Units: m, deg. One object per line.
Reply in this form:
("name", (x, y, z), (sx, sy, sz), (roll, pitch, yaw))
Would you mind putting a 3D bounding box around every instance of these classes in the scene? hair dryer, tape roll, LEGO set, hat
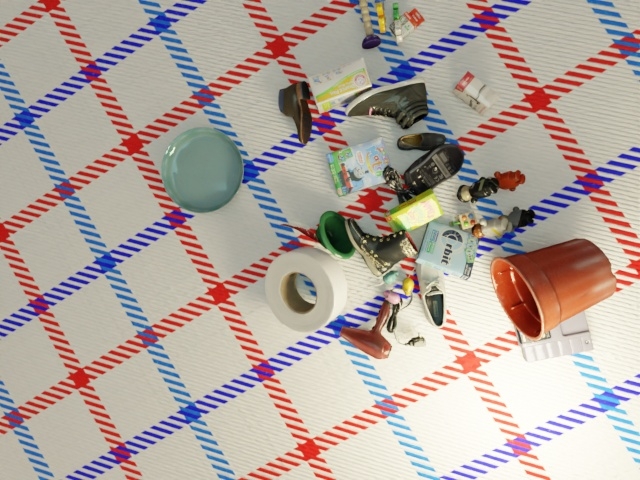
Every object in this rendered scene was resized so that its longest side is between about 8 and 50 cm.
("hair dryer", (0.211, 0.308, 1.552), (0.293, 0.080, 0.224), (-17, 73, 1))
("tape roll", (-0.053, 0.168, 1.501), (0.286, 0.100, 0.286), (7, 104, 28))
("LEGO set", (0.230, -0.802, 1.493), (0.087, 0.093, 0.227), (-5, 77, 16))
("hat", (0.000, 0.000, 1.571), (0.183, 0.173, 0.209), (-29, 74, 40))

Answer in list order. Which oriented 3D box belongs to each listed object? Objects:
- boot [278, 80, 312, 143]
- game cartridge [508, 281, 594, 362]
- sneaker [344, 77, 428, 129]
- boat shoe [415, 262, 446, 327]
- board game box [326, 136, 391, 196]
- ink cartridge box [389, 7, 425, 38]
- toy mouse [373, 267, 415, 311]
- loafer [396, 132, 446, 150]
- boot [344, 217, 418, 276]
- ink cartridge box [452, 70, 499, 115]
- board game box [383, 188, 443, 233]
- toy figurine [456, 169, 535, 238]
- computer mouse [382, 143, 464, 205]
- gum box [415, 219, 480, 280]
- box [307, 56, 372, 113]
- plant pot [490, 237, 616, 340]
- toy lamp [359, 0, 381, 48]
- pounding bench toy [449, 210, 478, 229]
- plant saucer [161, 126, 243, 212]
("boot", (-0.093, -0.457, 1.578), (0.106, 0.082, 0.219), (1, 95, 29))
("game cartridge", (0.764, 0.220, 1.479), (0.230, 0.068, 0.355), (-14, 89, 3))
("sneaker", (0.240, -0.449, 1.508), (0.295, 0.104, 0.147), (-17, 83, 2))
("boat shoe", (0.387, 0.170, 1.506), (0.096, 0.088, 0.268), (-4, 90, 7))
("board game box", (0.142, -0.262, 1.556), (0.211, 0.039, 0.160), (-17, 89, 6))
("ink cartridge box", (0.307, -0.768, 1.536), (0.115, 0.029, 0.063), (-38, 85, 6))
("toy mouse", (0.255, 0.163, 1.517), (0.143, 0.031, 0.161), (9, 84, -2))
("loafer", (0.354, -0.346, 1.518), (0.170, 0.061, 0.062), (-7, 89, 6))
("boot", (0.208, -0.008, 1.504), (0.178, 0.085, 0.236), (-31, 96, 24))
("ink cartridge box", (0.526, -0.497, 1.477), (0.135, 0.099, 0.056), (40, 95, 5))
("board game box", (0.322, -0.093, 1.508), (0.181, 0.043, 0.092), (-28, 116, 12))
("toy figurine", (0.572, -0.115, 1.427), (0.213, 0.148, 0.210), (-20, 93, -30))
("computer mouse", (0.362, -0.241, 1.508), (0.272, 0.072, 0.188), (-32, 110, 11))
("gum box", (0.438, 0.031, 1.495), (0.184, 0.041, 0.157), (19, 69, 6))
("box", (0.071, -0.540, 1.525), (0.203, 0.114, 0.103), (-18, 89, 5))
("plant pot", (0.717, 0.130, 1.339), (0.265, 0.272, 0.273), (-21, 88, -2))
("toy lamp", (0.153, -0.823, 1.532), (0.080, 0.080, 0.275), (-10, 92, 7))
("pounding bench toy", (0.490, -0.065, 1.503), (0.083, 0.065, 0.052), (-17, 89, 7))
("plant saucer", (-0.436, -0.259, 1.624), (0.317, 0.043, 0.318), (0, 90, 7))
